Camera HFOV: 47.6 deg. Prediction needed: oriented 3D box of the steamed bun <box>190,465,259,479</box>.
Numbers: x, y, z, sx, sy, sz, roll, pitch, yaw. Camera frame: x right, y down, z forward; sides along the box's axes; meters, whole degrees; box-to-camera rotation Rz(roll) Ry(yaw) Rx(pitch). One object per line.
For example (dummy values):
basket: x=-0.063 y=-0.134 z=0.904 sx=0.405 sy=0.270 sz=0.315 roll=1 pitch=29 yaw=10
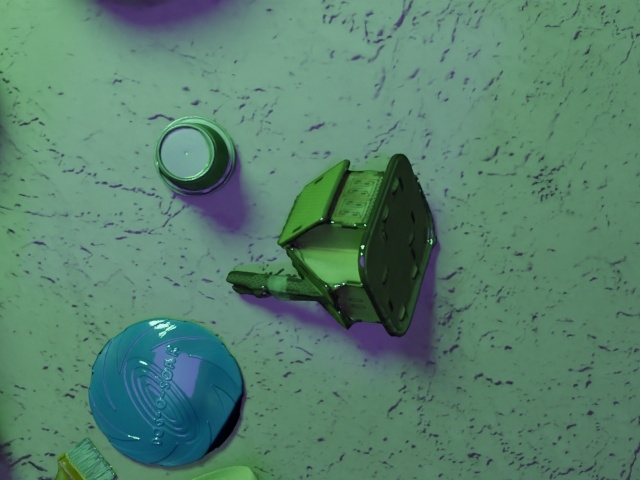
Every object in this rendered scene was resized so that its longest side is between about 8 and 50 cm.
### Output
steamed bun: x=-0.176 y=0.469 z=1.100 sx=0.250 sy=0.155 sz=0.200 roll=-27 pitch=101 yaw=-5

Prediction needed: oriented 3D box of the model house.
model house: x=0.000 y=0.000 z=1.071 sx=0.279 sy=0.218 sz=0.205 roll=4 pitch=142 yaw=28

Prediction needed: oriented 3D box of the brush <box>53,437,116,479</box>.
brush: x=-0.432 y=0.404 z=1.153 sx=0.218 sy=0.010 sz=0.082 roll=-35 pitch=97 yaw=3

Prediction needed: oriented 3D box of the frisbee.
frisbee: x=-0.241 y=0.240 z=1.124 sx=0.242 sy=0.045 sz=0.242 roll=0 pitch=99 yaw=-2

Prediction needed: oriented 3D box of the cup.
cup: x=-0.186 y=-0.120 z=1.030 sx=0.120 sy=0.141 sz=0.120 roll=0 pitch=96 yaw=-1
